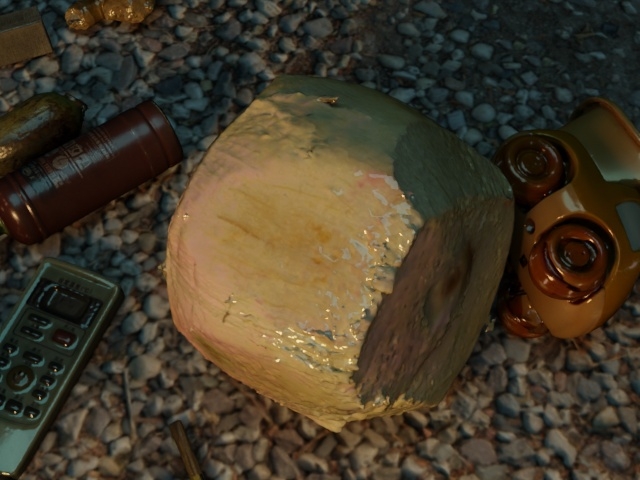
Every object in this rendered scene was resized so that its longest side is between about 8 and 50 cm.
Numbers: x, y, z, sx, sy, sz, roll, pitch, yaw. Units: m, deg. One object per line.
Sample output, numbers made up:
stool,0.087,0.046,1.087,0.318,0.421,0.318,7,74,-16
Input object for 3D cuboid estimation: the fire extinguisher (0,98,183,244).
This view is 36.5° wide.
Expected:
fire extinguisher,-0.367,-0.078,1.342,0.344,0.102,0.138,-31,42,-16

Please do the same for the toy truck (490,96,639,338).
toy truck,0.310,-0.026,1.225,0.212,0.204,0.288,-16,68,-15

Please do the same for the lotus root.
lotus root,-0.412,-0.149,1.387,0.179,0.089,0.080,-36,34,-12

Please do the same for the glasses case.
glasses case,-0.522,-0.298,1.489,0.205,0.070,0.047,-20,57,-10

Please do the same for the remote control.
remote control,-0.365,0.156,1.228,0.124,0.038,0.285,21,61,12

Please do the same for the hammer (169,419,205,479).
hammer,-0.144,0.295,1.154,0.062,0.017,0.182,-23,59,-13

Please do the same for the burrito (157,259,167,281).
burrito,-0.147,0.017,1.308,0.149,0.041,0.055,-28,75,-19

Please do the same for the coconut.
coconut,0.000,0.000,1.121,0.405,0.404,0.404,0,59,1

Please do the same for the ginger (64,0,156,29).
ginger,-0.319,-0.369,1.535,0.165,0.067,0.096,-34,63,-3
